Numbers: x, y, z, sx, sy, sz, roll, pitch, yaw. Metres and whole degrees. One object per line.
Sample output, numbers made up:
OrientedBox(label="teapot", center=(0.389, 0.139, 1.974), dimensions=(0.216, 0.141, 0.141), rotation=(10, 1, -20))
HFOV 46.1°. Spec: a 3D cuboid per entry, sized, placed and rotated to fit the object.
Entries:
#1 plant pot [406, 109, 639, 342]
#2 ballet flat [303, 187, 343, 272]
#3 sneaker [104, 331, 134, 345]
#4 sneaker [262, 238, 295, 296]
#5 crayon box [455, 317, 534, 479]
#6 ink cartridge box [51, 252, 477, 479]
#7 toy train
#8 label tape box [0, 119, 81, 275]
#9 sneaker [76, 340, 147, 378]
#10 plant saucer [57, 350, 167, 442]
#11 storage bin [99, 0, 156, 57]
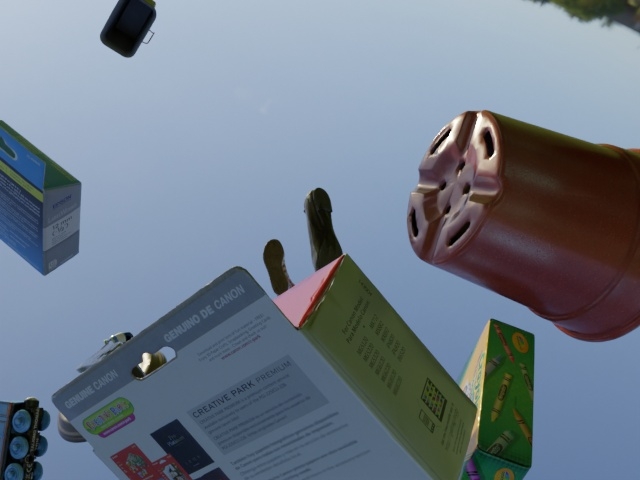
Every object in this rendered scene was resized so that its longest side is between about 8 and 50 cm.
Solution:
OrientedBox(label="plant pot", center=(0.273, -0.032, 0.972), dimensions=(0.265, 0.272, 0.272), rotation=(18, -153, -21))
OrientedBox(label="ballet flat", center=(0.000, 0.000, 1.698), dimensions=(0.084, 0.058, 0.250), rotation=(12, -119, -46))
OrientedBox(label="sneaker", center=(-0.491, 0.269, 1.916), dimensions=(0.053, 0.059, 0.144), rotation=(54, -178, 20))
OrientedBox(label="sneaker", center=(-0.076, 0.060, 1.404), dimensions=(0.042, 0.067, 0.119), rotation=(-15, -117, 6))
OrientedBox(label="crayon box", center=(0.257, 0.274, 1.150), dimensions=(0.081, 0.165, 0.278), rotation=(20, -143, 3))
OrientedBox(label="ink cartridge box", center=(-0.060, 0.158, 0.721), dimensions=(0.272, 0.309, 0.130), rotation=(50, -147, -11))
OrientedBox(label="toy train", center=(-0.584, 0.392, 1.441), dimensions=(0.105, 0.184, 0.080), rotation=(1, 170, 23))
OrientedBox(label="label tape box", center=(-0.630, -0.126, 1.594), dimensions=(0.249, 0.348, 0.115), rotation=(37, -134, 14))
OrientedBox(label="sneaker", center=(-0.369, 0.251, 1.359), dimensions=(0.083, 0.222, 0.118), rotation=(-40, -80, -23))
OrientedBox(label="plant saucer", center=(-0.469, 0.329, 1.669), dimensions=(0.041, 0.277, 0.278), rotation=(61, -167, -26))
OrientedBox(label="storage bin", center=(-0.415, -0.488, 1.676), dimensions=(0.098, 0.135, 0.091), rotation=(30, -152, -18))
